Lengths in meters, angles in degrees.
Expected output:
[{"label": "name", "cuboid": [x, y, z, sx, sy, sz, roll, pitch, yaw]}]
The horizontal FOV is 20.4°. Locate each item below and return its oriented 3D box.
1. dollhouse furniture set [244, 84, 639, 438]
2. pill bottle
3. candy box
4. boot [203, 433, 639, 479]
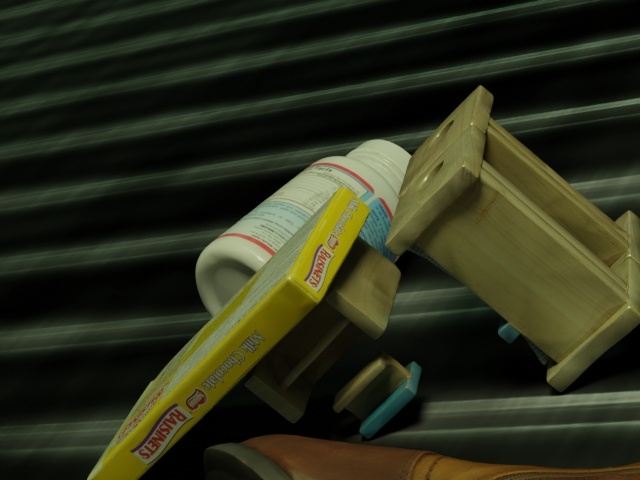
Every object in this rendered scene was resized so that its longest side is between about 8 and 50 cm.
[{"label": "dollhouse furniture set", "cuboid": [0.073, 0.033, 1.015, 0.184, 0.129, 0.129, -46, 10, 25]}, {"label": "pill bottle", "cuboid": [0.000, 0.000, 1.161, 0.087, 0.087, 0.160, 1, 30, 45]}, {"label": "candy box", "cuboid": [-0.053, 0.060, 1.014, 0.206, 0.027, 0.105, -45, 11, 34]}, {"label": "boot", "cuboid": [0.115, 0.102, 0.734, 0.280, 0.096, 0.264, -13, 3, -30]}]
